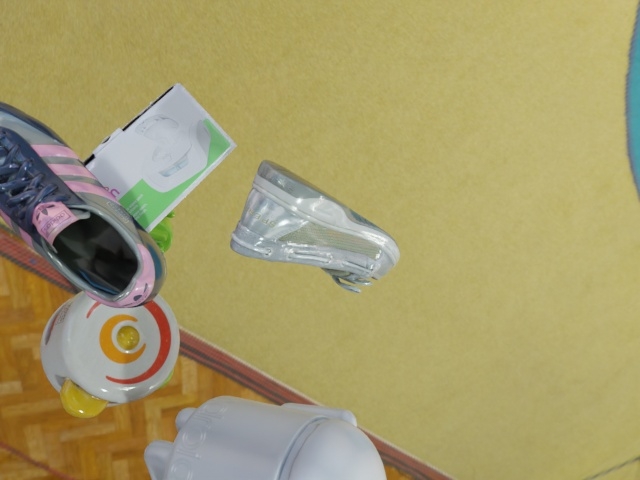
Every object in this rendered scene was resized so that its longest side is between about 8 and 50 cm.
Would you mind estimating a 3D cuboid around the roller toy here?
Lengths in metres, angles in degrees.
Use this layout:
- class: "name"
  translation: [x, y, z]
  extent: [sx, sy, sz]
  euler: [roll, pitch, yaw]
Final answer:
- class: "roller toy"
  translation: [-0.330, 0.163, 1.102]
  extent: [0.209, 0.191, 0.146]
  euler: [-16, 175, -41]

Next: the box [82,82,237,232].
- class: "box"
  translation: [-0.278, -0.074, 1.003]
  extent: [0.127, 0.231, 0.262]
  euler: [47, 67, -13]

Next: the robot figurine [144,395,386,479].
- class: "robot figurine"
  translation: [-0.063, 0.323, 0.928]
  extent: [0.353, 0.300, 0.200]
  euler: [4, 123, 28]

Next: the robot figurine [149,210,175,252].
- class: "robot figurine"
  translation: [-0.305, -0.015, 1.281]
  extent: [0.067, 0.115, 0.101]
  euler: [12, 107, -17]

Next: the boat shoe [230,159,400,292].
- class: "boat shoe"
  translation: [0.001, 0.001, 0.842]
  extent: [0.103, 0.118, 0.320]
  euler: [-58, 154, 2]

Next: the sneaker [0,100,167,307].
- class: "sneaker"
  translation: [-0.297, -0.047, 0.764]
  extent: [0.319, 0.131, 0.112]
  euler: [41, 87, -9]
